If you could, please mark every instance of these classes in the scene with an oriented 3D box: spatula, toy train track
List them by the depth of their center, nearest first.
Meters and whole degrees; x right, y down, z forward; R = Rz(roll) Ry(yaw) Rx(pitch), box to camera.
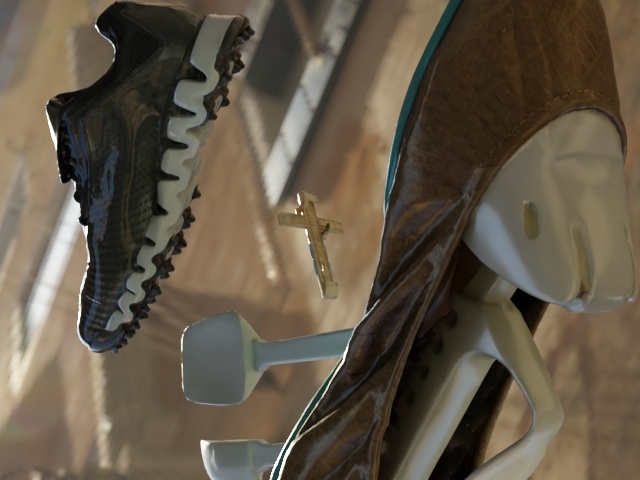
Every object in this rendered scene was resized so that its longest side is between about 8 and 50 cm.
[{"bbox_3d":[-0.014,0.119,1.076,0.019,0.168,0.242,0,172,-32],"label":"spatula"},{"bbox_3d":[0.000,0.000,1.197,0.048,0.014,0.083,8,-130,-28],"label":"toy train track"}]

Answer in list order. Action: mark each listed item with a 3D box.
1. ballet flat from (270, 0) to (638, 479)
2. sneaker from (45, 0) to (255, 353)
[{"bbox_3d":[0.076,0.034,0.875,0.116,0.342,0.124,3,-151,-41],"label":"ballet flat"},{"bbox_3d":[-0.125,-0.046,1.164,0.106,0.234,0.078,21,-162,3],"label":"sneaker"}]
